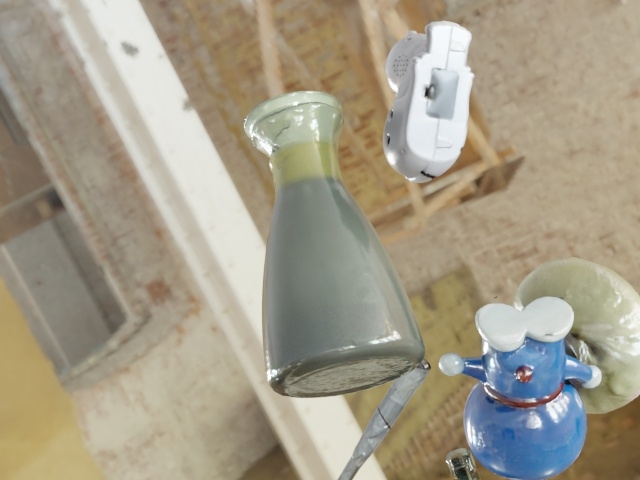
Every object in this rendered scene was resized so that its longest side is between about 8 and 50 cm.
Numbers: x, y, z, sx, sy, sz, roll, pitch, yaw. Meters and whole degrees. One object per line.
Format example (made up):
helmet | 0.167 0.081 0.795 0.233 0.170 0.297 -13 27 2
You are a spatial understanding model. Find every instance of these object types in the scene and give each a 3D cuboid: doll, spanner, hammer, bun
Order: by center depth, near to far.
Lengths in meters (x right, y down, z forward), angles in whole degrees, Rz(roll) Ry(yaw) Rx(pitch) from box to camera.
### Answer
doll | 0.262 0.193 1.478 0.215 0.257 0.161 -1 -152 4
spanner | 0.229 0.373 1.739 0.040 0.096 0.325 -22 156 4
hammer | 0.061 0.370 1.820 0.427 0.152 0.044 -57 170 11
bun | 0.429 0.168 1.874 0.272 0.273 0.168 -22 -176 35

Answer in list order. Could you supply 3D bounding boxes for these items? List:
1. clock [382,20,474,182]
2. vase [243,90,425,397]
clock | 0.111 -0.153 1.263 0.080 0.176 0.117 7 -179 -19
vase | 0.000 0.000 1.248 0.173 0.321 0.173 -10 160 -4
